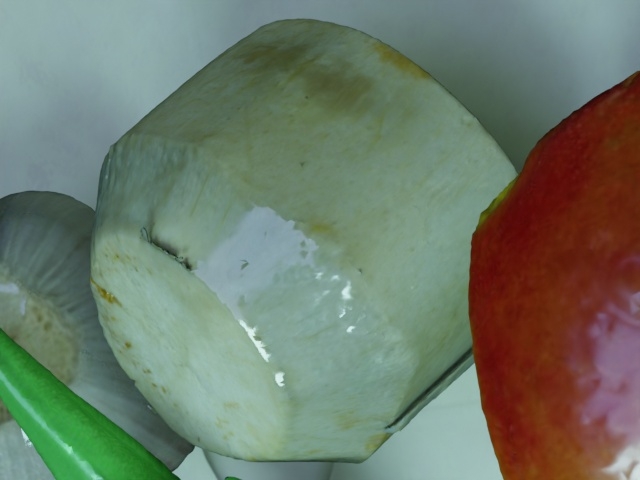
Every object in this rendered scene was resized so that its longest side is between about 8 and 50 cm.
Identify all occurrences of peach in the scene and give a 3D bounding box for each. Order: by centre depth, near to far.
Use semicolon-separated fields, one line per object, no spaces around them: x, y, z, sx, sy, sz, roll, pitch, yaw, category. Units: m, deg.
0.260;0.042;0.856;0.306;0.242;0.380;-10;83;24;peach

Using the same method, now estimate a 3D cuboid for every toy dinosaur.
-0.117;0.226;1.091;0.500;0.144;0.374;41;157;29;toy dinosaur

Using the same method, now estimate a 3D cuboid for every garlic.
-0.244;0.120;1.237;0.317;0.259;0.317;-4;75;14;garlic

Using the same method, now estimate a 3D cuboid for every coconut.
0.000;0.000;1.037;0.323;0.323;0.323;4;96;37;coconut
